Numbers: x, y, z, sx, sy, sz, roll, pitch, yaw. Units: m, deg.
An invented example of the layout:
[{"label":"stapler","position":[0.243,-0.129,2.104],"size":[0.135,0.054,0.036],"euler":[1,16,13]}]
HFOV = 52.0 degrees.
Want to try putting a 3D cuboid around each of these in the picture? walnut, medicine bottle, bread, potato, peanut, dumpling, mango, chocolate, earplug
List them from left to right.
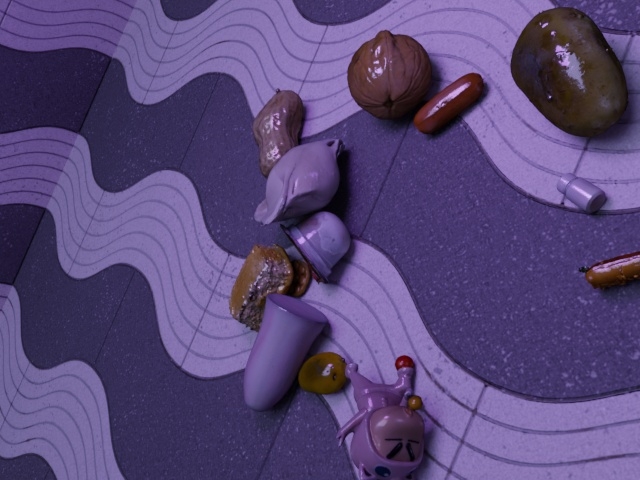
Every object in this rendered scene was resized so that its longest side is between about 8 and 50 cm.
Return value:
[{"label":"bread","position":[-0.169,0.131,1.838],"size":[0.245,0.121,0.174],"euler":[-65,26,22]},{"label":"earplug","position":[-0.115,0.309,1.707],"size":[0.172,0.172,0.301],"euler":[30,100,46]},{"label":"peanut","position":[-0.131,-0.315,1.996],"size":[0.159,0.143,0.291],"euler":[-13,66,39]},{"label":"dumpling","position":[-0.068,-0.141,1.783],"size":[0.260,0.181,0.341],"euler":[-33,36,43]},{"label":"bread","position":[-0.068,0.105,1.833],"size":[0.110,0.024,0.110],"euler":[-19,64,44]},{"label":"mango","position":[0.001,0.335,1.638],"size":[0.161,0.076,0.103],"euler":[-27,61,43]},{"label":"chocolate","position":[0.004,0.002,1.733],"size":[0.147,0.221,0.221],"euler":[-34,45,-8]},{"label":"walnut","position":[0.179,-0.434,1.709],"size":[0.228,0.228,0.228],"euler":[-19,60,37]},{"label":"potato","position":[0.514,-0.346,1.353],"size":[0.210,0.173,0.307],"euler":[110,145,-52]},{"label":"medicine bottle","position":[0.528,-0.098,1.330],"size":[0.052,0.052,0.089],"euler":[-54,45,12]}]

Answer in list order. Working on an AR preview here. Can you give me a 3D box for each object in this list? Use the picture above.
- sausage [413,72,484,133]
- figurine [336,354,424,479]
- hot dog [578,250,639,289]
[{"label":"sausage","position":[0.319,-0.339,1.622],"size":[0.197,0.076,0.076],"euler":[-36,51,26]},{"label":"figurine","position":[0.137,0.381,1.424],"size":[0.186,0.176,0.287],"euler":[122,158,-45]},{"label":"hot dog","position":[0.575,0.051,1.211],"size":[0.188,0.072,0.055],"euler":[-22,80,36]}]
